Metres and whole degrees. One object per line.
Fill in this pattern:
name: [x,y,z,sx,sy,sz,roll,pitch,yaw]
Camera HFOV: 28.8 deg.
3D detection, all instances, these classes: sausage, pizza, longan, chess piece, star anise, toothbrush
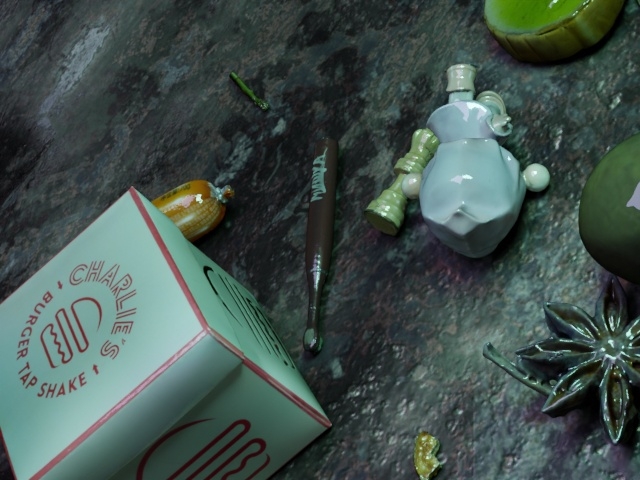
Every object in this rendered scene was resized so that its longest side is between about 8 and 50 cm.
sausage: [-0.270,-0.010,1.970,0.312,0.093,0.093,-29,46,16]
pizza: [0.131,0.267,1.521,0.037,0.016,0.083,-24,44,22]
longan: [0.405,-0.038,1.418,0.220,0.196,0.197,-17,50,33]
chess piece: [0.125,-0.092,1.760,0.060,0.060,0.172,15,65,42]
star anise: [0.320,0.137,1.427,0.262,0.081,0.230,-8,54,19]
toothbrush: [-0.001,-0.001,1.799,0.041,0.041,0.364,-16,51,27]

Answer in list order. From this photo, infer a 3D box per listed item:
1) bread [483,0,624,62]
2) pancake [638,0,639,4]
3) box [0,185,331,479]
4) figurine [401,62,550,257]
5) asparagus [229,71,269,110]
bread: [0.335,-0.361,1.778,0.236,0.070,0.236,-26,45,29]
pancake: [0.540,-0.373,1.674,0.250,0.031,0.250,-20,49,25]
box: [-0.225,0.182,1.643,0.312,0.300,0.314,-40,45,5]
figurine: [0.201,-0.104,1.656,0.200,0.133,0.276,-4,57,15]
asparagus: [-0.120,-0.248,2.085,0.015,0.018,0.127,-15,40,-26]
